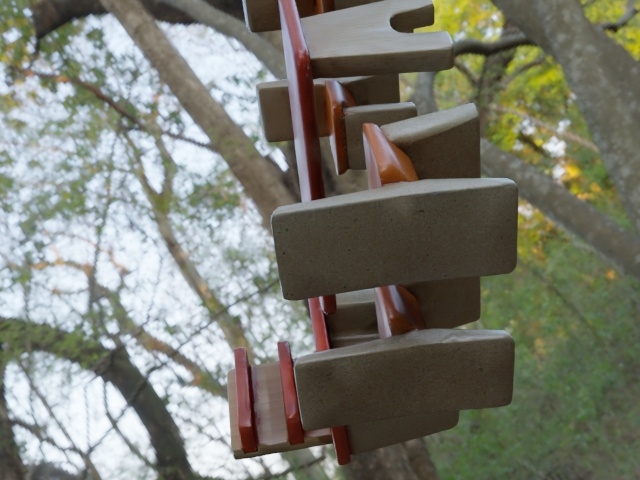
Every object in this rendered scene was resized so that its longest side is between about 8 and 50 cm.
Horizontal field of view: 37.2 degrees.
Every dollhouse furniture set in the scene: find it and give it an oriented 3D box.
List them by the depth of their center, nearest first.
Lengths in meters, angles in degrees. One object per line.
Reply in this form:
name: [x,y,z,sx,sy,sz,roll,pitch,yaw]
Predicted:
dollhouse furniture set: [0.000,0.000,0.506,0.135,0.262,0.259,-8,-53,-2]
